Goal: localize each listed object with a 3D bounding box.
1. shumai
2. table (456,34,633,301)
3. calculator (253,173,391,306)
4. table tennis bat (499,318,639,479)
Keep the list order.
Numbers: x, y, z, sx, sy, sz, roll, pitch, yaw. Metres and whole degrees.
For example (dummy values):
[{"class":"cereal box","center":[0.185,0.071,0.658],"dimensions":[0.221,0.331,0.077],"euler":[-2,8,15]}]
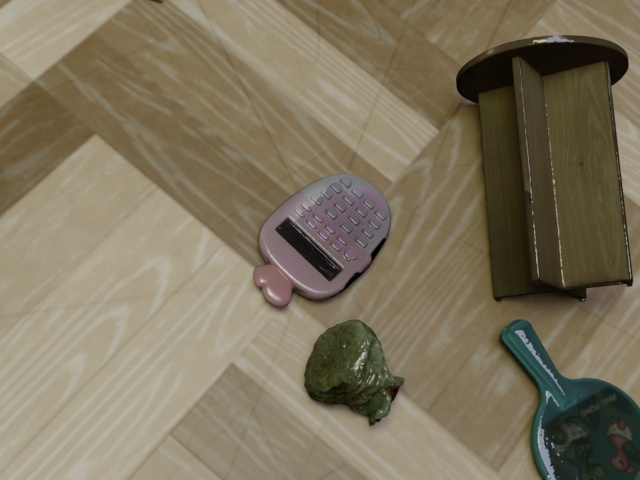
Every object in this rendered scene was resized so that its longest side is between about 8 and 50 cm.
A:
[{"class":"shumai","center":[0.038,0.120,0.793],"dimensions":[0.080,0.082,0.083],"euler":[28,95,-36]},{"class":"table","center":[0.224,-0.059,0.854],"dimensions":[0.167,0.167,0.227],"euler":[0,77,-11]},{"class":"calculator","center":[0.000,0.000,0.848],"dimensions":[0.103,0.024,0.166],"euler":[44,65,7]},{"class":"table tennis bat","center":[0.234,0.162,0.824],"dimensions":[0.124,0.033,0.201],"euler":[-30,82,-22]}]
